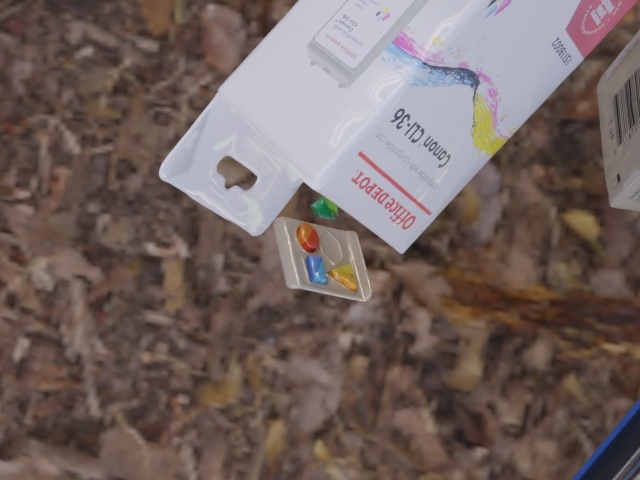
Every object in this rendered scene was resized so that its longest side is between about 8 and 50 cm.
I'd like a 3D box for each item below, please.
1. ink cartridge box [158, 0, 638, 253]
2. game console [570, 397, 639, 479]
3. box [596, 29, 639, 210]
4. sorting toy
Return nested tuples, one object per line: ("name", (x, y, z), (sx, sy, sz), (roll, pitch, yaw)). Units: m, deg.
("ink cartridge box", (0.036, -0.068, 0.737), (0.198, 0.067, 0.115), (-47, 154, 5))
("game console", (0.249, 0.167, 0.862), (0.250, 0.173, 0.293), (9, 123, -47))
("box", (0.318, -0.066, 1.071), (0.275, 0.113, 0.094), (7, 62, -17))
("sorting toy", (0.000, 0.000, 1.136), (0.062, 0.012, 0.083), (9, 49, -29))
